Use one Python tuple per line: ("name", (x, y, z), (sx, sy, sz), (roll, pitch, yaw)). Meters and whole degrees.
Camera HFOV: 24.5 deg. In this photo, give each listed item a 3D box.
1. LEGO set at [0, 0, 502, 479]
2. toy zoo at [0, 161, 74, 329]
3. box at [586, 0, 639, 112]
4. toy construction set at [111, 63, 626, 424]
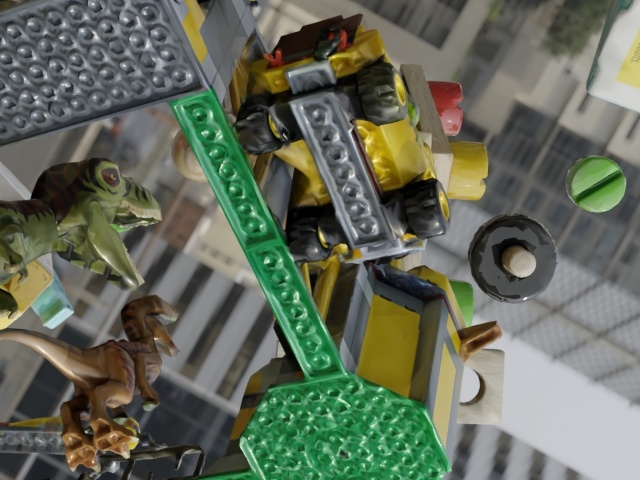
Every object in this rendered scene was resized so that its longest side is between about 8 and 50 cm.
("LEGO set", (-0.100, -0.026, 0.506), (0.331, 0.255, 0.192), (-20, -151, 24))
("toy zoo", (-0.268, -0.050, 0.981), (0.030, 0.293, 0.192), (-38, -161, 9))
("box", (0.199, -0.045, 0.365), (0.100, 0.244, 0.060), (103, 8, -61))
("toy construction set", (0.000, 0.000, 0.852), (0.257, 0.308, 0.237), (-60, -175, 5))
